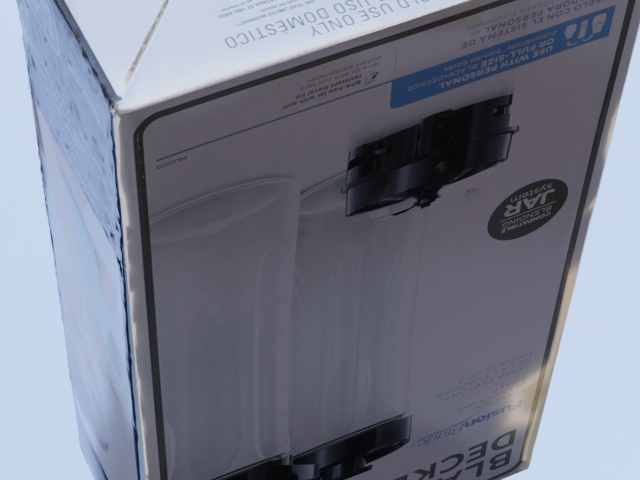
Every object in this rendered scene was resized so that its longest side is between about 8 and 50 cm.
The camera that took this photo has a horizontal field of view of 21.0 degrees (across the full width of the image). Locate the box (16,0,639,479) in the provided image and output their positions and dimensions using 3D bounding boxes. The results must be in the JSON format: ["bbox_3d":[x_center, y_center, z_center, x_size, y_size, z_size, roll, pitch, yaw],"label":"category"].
[{"bbox_3d":[0.000,0.000,0.582,0.169,0.087,0.290,-19,-34,-18],"label":"box"}]
